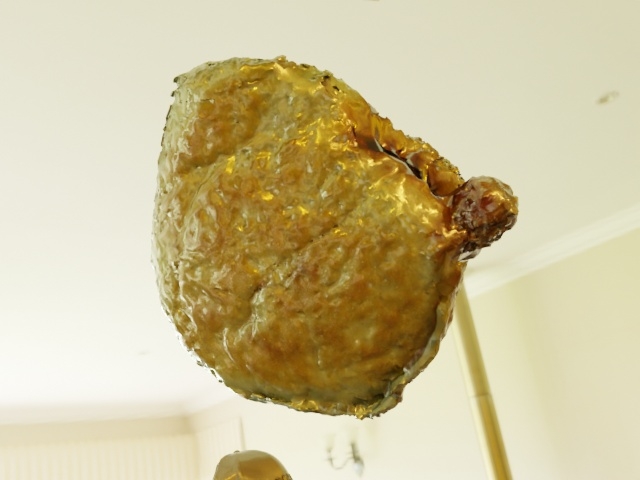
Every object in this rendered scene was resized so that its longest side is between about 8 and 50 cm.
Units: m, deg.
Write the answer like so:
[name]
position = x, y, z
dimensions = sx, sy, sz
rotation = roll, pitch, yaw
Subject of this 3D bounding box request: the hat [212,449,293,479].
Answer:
[hat]
position = -0.051, 0.345, 1.113
dimensions = 0.175, 0.085, 0.147
rotation = 8, 8, 32

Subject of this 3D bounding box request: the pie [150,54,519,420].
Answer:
[pie]
position = -0.025, 0.000, 0.950
dimensions = 0.418, 0.395, 0.180
rotation = 27, 19, 5
